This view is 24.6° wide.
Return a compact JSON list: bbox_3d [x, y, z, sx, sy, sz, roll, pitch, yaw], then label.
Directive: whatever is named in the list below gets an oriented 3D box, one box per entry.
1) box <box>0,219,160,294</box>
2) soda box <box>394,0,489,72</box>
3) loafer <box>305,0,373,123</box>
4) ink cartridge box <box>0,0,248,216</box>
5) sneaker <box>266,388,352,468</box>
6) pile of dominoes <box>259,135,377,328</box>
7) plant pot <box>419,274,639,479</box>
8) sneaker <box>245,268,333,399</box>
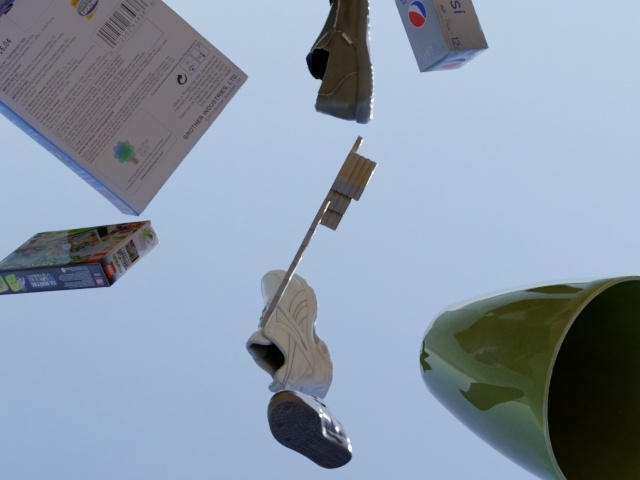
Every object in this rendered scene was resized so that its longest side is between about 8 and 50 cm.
[{"bbox_3d":[-0.319,0.023,1.889,0.207,0.036,0.114,-5,-154,35],"label":"box"},{"bbox_3d":[0.186,-0.438,2.532,0.098,0.286,0.091,-11,167,-37],"label":"soda box"},{"bbox_3d":[0.023,-0.265,1.987,0.087,0.094,0.251,-1,-128,-2],"label":"loafer"},{"bbox_3d":[-0.342,-0.261,2.116,0.270,0.395,0.151,-53,-163,-11],"label":"ink cartridge box"},{"bbox_3d":[-0.022,0.225,1.851,0.066,0.188,0.071,-27,-130,8],"label":"sneaker"},{"bbox_3d":[0.000,0.000,1.864,0.251,0.040,0.196,-63,180,41],"label":"pile of dominoes"},{"bbox_3d":[0.269,0.163,1.816,0.275,0.274,0.293,-37,-154,-28],"label":"plant pot"},{"bbox_3d":[-0.061,0.131,2.174,0.115,0.090,0.232,4,-135,-29],"label":"sneaker"}]
